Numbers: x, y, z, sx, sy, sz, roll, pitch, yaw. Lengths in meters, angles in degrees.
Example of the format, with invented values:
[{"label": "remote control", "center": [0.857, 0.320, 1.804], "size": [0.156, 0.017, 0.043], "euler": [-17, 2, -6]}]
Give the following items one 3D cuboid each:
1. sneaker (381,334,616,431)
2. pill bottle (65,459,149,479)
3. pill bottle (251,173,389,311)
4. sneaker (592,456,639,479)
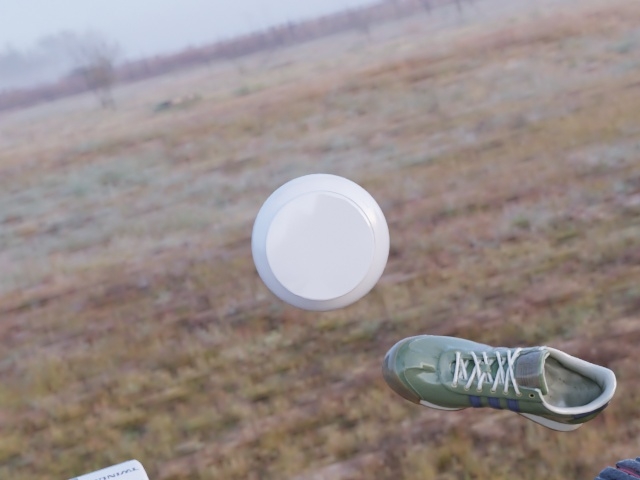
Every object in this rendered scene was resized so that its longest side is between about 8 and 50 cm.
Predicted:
[{"label": "sneaker", "center": [0.154, 0.108, 1.132], "size": [0.192, 0.064, 0.086], "euler": [15, -25, -15]}, {"label": "pill bottle", "center": [-0.298, 0.335, 1.502], "size": [0.245, 0.130, 0.130], "euler": [-15, 5, -15]}, {"label": "pill bottle", "center": [0.000, 0.000, 0.872], "size": [0.086, 0.086, 0.152], "euler": [-16, 2, 1]}, {"label": "sneaker", "center": [0.290, 0.330, 1.356], "size": [0.314, 0.136, 0.116], "euler": [-32, 38, -30]}]
